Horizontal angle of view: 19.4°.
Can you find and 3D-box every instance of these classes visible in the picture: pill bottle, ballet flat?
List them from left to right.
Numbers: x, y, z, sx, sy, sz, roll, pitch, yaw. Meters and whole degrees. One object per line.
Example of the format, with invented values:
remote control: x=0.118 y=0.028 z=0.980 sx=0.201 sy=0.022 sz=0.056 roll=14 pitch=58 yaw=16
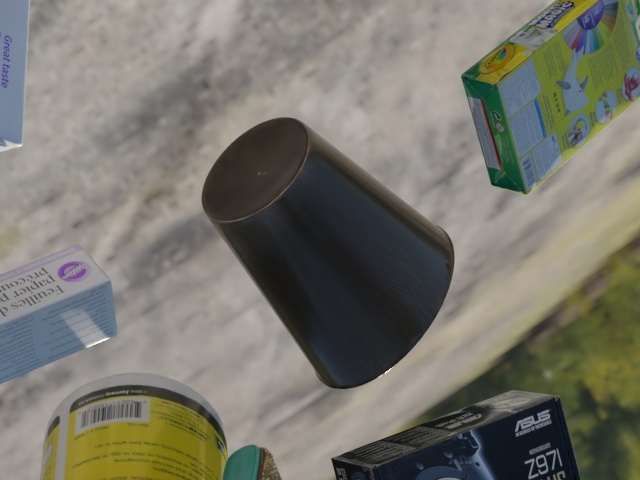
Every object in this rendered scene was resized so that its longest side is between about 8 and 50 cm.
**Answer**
pill bottle: x=-0.180 y=0.299 z=1.787 sx=0.188 sy=0.188 sz=0.334 roll=-36 pitch=-149 yaw=23
ballet flat: x=-0.064 y=0.269 z=1.700 sx=0.073 sy=0.067 sz=0.206 roll=-24 pitch=-154 yaw=25

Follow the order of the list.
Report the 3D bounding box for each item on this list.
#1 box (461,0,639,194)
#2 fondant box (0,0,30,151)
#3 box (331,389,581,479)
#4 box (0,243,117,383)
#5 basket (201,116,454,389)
box: x=0.190 y=-0.127 z=1.445 sx=0.179 sy=0.105 sz=0.043 roll=-37 pitch=-144 yaw=-28
fondant box: x=-0.374 y=-0.220 z=1.465 sx=0.096 sy=0.238 sz=0.330 roll=-12 pitch=159 yaw=34
box: x=0.119 y=0.218 z=1.516 sx=0.180 sy=0.147 sz=0.077 roll=-17 pitch=-174 yaw=-24
box: x=-0.324 y=0.098 z=1.542 sx=0.324 sy=0.063 sz=0.067 roll=-23 pitch=132 yaw=-24
basket: x=0.000 y=0.000 z=1.827 sx=0.154 sy=0.227 sz=0.204 roll=6 pitch=-121 yaw=47
